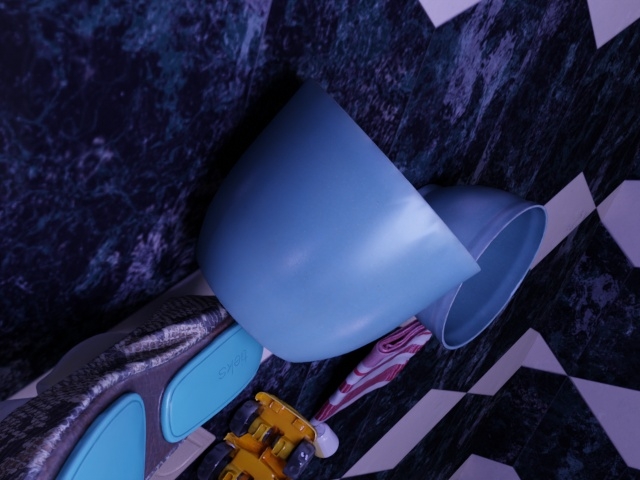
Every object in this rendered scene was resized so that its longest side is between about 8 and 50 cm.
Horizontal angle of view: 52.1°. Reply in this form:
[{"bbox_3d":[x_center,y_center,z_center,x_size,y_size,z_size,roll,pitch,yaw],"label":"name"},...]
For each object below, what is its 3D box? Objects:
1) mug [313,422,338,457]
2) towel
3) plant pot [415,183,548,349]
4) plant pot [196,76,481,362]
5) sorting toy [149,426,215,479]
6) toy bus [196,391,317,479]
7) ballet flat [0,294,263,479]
[{"bbox_3d":[-0.003,0.422,1.386,0.078,0.062,0.064,-46,141,-25],"label":"mug"},{"bbox_3d":[0.123,0.256,1.317,0.237,0.037,0.329,-21,155,-40],"label":"towel"},{"bbox_3d":[0.237,0.018,1.174,0.293,0.196,0.293,-34,144,-29],"label":"plant pot"},{"bbox_3d":[0.000,0.000,0.766,0.235,0.293,0.293,-42,150,6],"label":"plant pot"},{"bbox_3d":[-0.304,0.364,0.939,0.307,0.041,0.229,-43,153,-11],"label":"sorting toy"},{"bbox_3d":[-0.091,0.386,1.164,0.220,0.149,0.211,-57,162,0],"label":"toy bus"},{"bbox_3d":[-0.210,0.171,0.636,0.483,0.181,0.164,-47,142,-69],"label":"ballet flat"}]
